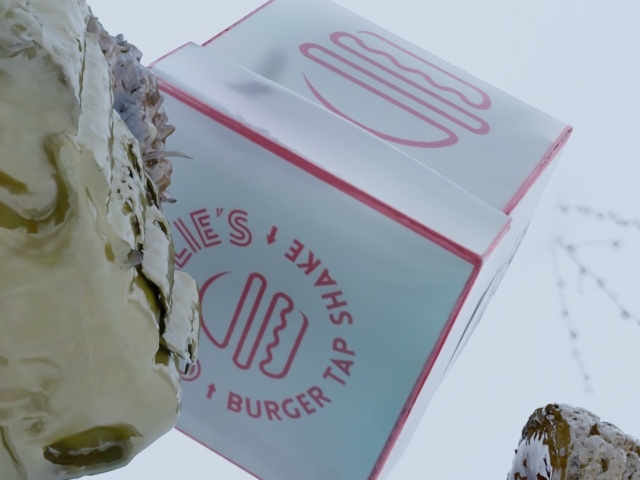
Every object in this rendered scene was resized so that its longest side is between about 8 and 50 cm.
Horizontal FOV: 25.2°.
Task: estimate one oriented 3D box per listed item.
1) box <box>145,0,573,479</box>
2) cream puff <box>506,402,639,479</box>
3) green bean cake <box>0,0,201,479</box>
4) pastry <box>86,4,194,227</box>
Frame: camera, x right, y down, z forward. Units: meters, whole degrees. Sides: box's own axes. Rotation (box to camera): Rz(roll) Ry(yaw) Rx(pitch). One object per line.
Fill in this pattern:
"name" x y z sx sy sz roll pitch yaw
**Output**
"box" 0.000 0.000 1.261 0.300 0.312 0.314 -44 161 -55
"cream puff" 0.245 0.229 1.155 0.169 0.183 0.183 10 134 -6
"green bean cake" -0.178 0.005 0.594 0.230 0.131 0.224 -13 124 1
"pastry" -0.208 -0.024 0.797 0.275 0.192 0.275 -14 167 -3
